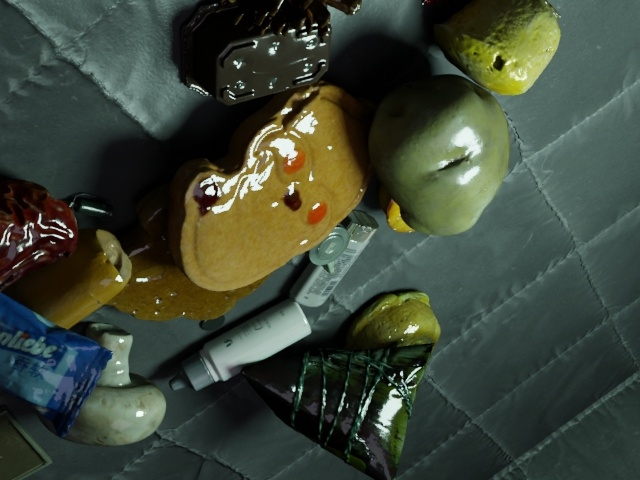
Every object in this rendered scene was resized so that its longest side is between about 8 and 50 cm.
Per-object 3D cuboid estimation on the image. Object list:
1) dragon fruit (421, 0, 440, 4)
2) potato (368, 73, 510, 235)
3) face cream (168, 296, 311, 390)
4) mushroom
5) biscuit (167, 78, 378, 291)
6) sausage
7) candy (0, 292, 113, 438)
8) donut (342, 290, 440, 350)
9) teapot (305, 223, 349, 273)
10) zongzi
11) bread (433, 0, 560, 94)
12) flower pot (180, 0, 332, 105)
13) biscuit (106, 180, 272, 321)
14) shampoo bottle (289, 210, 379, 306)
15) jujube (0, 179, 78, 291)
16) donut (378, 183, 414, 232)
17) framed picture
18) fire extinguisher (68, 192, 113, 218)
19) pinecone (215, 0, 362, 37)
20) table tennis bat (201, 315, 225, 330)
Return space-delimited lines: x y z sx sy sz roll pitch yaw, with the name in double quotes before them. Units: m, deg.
"dragon fruit" 0.224 -0.445 1.768 0.131 0.063 0.097 -17 174 -23
"potato" 0.216 -0.158 1.891 0.243 0.221 0.326 -50 141 -13
"face cream" -0.172 0.228 2.210 0.311 0.092 0.092 -30 145 -8
"mushroom" -0.406 0.268 2.000 0.243 0.243 0.243 -22 144 -17
"biscuit" -0.065 -0.090 1.851 0.455 0.078 0.350 -40 148 -15
"sausage" -0.477 0.109 1.782 0.354 0.134 0.116 -32 -169 15
"candy" -0.514 0.169 1.713 0.331 0.077 0.187 29 106 -8
"donut" 0.160 0.238 2.460 0.208 0.128 0.261 -12 138 -28
"teapot" -0.007 0.000 2.070 0.092 0.091 0.124 -4 130 -35
"zongzi" 0.004 0.325 2.259 0.362 0.383 0.319 36 64 -63
"bread" 0.306 -0.347 1.839 0.170 0.197 0.197 -49 145 -1
"flower pot" -0.085 -0.294 1.657 0.251 0.084 0.179 -19 143 -21
"biscuit" -0.238 0.023 1.927 0.381 0.074 0.359 -10 136 -27
"shampoo bottle" 0.027 0.039 2.173 0.086 0.056 0.227 7 128 -41
"jujube" -0.530 0.005 1.576 0.342 0.216 0.216 -14 141 -36
"donut" 0.192 -0.109 2.115 0.174 0.074 0.190 -10 135 -29
"framed picture" -0.662 0.436 2.125 0.189 0.023 0.260 -28 145 -9
"fire extinguisher" -0.381 -0.058 1.757 0.083 0.025 0.038 11 88 -46
"pinecone" -0.042 -0.378 1.519 0.212 0.168 0.185 2 148 -23
"table tennis bat" -0.223 0.159 2.160 0.050 0.007 0.083 -34 147 1
